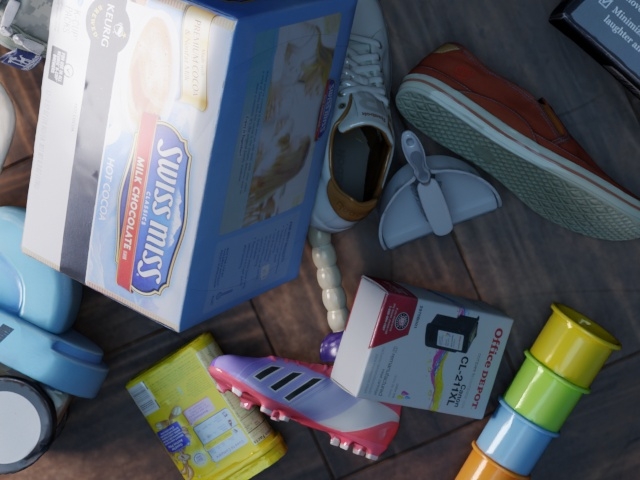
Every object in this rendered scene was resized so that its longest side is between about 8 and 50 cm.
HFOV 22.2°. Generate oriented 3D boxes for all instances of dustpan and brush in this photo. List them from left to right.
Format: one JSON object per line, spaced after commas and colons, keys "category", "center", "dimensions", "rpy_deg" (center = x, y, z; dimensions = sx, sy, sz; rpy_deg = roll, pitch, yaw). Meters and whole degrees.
{"category": "dustpan and brush", "center": [0.118, -0.062, 1.818], "dimensions": [0.147, 0.060, 0.211], "rpy_deg": [-21, 134, 4]}

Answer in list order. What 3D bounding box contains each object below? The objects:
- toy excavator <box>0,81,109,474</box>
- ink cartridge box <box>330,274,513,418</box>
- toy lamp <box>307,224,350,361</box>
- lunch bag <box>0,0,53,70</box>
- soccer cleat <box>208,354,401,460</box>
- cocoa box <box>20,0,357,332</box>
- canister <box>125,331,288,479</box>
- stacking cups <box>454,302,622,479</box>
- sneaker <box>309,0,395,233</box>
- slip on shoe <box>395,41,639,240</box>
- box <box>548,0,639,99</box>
{"category": "toy excavator", "center": [-0.397, -0.018, 1.854], "dimensions": [0.433, 0.222, 0.445], "rpy_deg": [28, 87, -2]}
{"category": "ink cartridge box", "center": [0.117, 0.122, 1.856], "dimensions": [0.175, 0.072, 0.127], "rpy_deg": [12, 98, -27]}
{"category": "toy lamp", "center": [0.000, 0.000, 1.884], "dimensions": [0.080, 0.080, 0.275], "rpy_deg": [-15, 95, 5]}
{"category": "lunch bag", "center": [-0.277, -0.345, 1.770], "dimensions": [0.212, 0.256, 0.305], "rpy_deg": [33, 98, -1]}
{"category": "soccer cleat", "center": [-0.015, 0.172, 1.879], "dimensions": [0.248, 0.083, 0.095], "rpy_deg": [27, 78, -23]}
{"category": "cocoa box", "center": [-0.138, -0.122, 1.714], "dimensions": [0.228, 0.231, 0.347], "rpy_deg": [25, 117, 26]}
{"category": "canister", "center": [-0.135, 0.208, 1.919], "dimensions": [0.126, 0.073, 0.170], "rpy_deg": [-32, 93, 6]}
{"category": "stacking cups", "center": [0.225, 0.225, 1.901], "dimensions": [0.096, 0.096, 0.316], "rpy_deg": [32, 102, -1]}
{"category": "sneaker", "center": [0.047, -0.157, 1.811], "dimensions": [0.106, 0.123, 0.290], "rpy_deg": [7, 78, -23]}
{"category": "slip on shoe", "center": [0.242, -0.110, 1.845], "dimensions": [0.331, 0.123, 0.101], "rpy_deg": [34, 68, -6]}
{"category": "box", "center": [0.488, -0.292, 1.755], "dimensions": [0.293, 0.212, 0.395], "rpy_deg": [42, 98, -2]}
